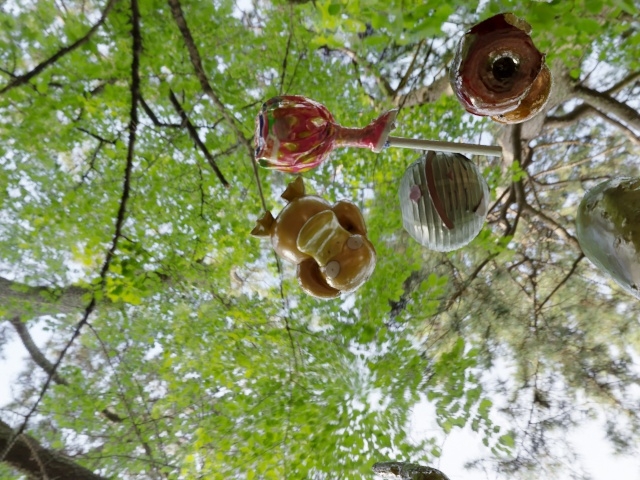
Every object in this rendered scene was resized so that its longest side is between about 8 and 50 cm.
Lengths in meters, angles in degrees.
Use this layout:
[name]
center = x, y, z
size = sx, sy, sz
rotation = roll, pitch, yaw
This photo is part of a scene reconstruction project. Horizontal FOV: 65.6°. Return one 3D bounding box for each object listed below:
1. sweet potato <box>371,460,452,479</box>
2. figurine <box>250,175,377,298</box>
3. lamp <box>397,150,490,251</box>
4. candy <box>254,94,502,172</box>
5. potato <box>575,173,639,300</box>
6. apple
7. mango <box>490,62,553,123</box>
[sweet potato]
center = 0.190, 0.466, 0.959
size = 0.075, 0.270, 0.074
rotation = 1, -92, -35
[figurine]
center = -0.003, -0.001, 1.007
size = 0.215, 0.215, 0.228
rotation = -46, -143, -9
[lamp]
center = 0.316, -0.105, 1.266
size = 0.234, 0.233, 0.265
rotation = -12, -101, 1
[candy]
center = 0.080, -0.148, 0.738
size = 0.366, 0.124, 0.124
rotation = 7, -106, 9
[potato]
center = 0.579, 0.006, 0.868
size = 0.173, 0.210, 0.307
rotation = -24, -142, 0
[apple]
center = 0.290, -0.293, 0.835
size = 0.147, 0.158, 0.155
rotation = -13, -70, 19
[mango]
center = 0.399, -0.297, 0.979
size = 0.105, 0.084, 0.159
rotation = 41, -92, 25
